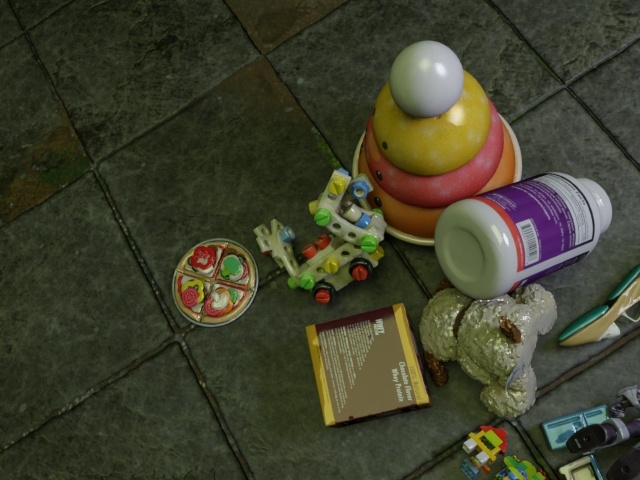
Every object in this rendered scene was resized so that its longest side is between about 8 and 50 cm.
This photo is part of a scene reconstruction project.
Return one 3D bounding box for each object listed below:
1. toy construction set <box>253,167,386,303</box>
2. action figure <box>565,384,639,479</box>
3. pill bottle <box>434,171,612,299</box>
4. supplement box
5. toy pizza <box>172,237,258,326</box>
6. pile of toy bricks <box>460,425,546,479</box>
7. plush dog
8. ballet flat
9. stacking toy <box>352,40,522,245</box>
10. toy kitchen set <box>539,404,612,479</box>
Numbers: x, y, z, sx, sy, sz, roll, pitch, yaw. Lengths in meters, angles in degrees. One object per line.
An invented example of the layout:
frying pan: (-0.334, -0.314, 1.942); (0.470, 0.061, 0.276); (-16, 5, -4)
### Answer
toy construction set: (0.000, 0.000, 1.312); (0.328, 0.215, 0.151); (-27, 25, 44)
action figure: (0.546, 0.327, 1.091); (0.185, 0.285, 0.099); (56, 130, 39)
pill bottle: (0.379, -0.020, 1.204); (0.323, 0.181, 0.181); (-18, 65, -29)
supplement box: (0.095, 0.244, 1.265); (0.194, 0.129, 0.191); (-16, 70, 8)
toy pizza: (-0.235, 0.089, 1.443); (0.202, 0.032, 0.201); (-4, 72, 12)
pile of toy bricks: (0.355, 0.432, 1.173); (0.105, 0.118, 0.212); (-24, 48, -25)
plush dog: (0.287, 0.173, 1.229); (0.226, 0.211, 0.262); (8, 73, 40)
ballet flat: (0.550, 0.137, 1.226); (0.232, 0.080, 0.073); (-41, 84, -1)
stacking toy: (0.199, -0.215, 1.200); (0.351, 0.480, 0.350); (-4, 71, 12)
toy kitchen set: (0.474, 0.391, 1.110); (0.122, 0.166, 0.207); (-19, 69, 7)
